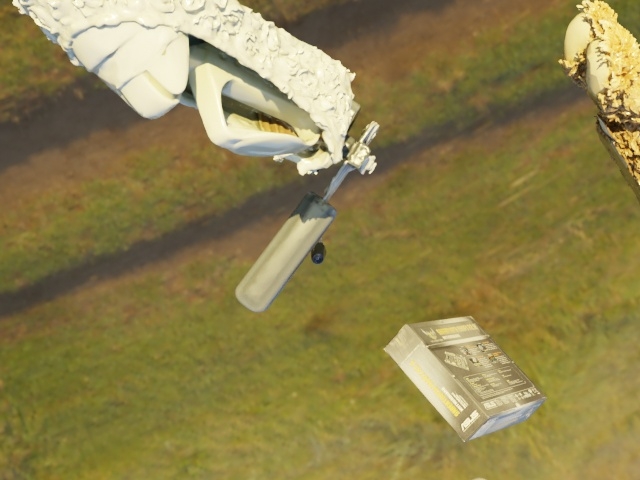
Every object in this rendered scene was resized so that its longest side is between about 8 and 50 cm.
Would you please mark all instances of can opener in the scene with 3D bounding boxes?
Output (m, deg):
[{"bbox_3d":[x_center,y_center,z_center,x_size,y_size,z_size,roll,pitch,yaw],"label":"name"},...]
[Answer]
[{"bbox_3d":[-0.020,-0.040,1.410,0.280,0.093,0.074,-58,176,0],"label":"can opener"}]

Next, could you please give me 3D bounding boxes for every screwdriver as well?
[{"bbox_3d":[0.000,0.000,1.784,0.024,0.170,0.025,15,111,-2],"label":"screwdriver"}]

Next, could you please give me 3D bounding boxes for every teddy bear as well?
[{"bbox_3d":[0.366,-0.109,1.227,0.113,0.338,0.245,-32,-174,9],"label":"teddy bear"}]

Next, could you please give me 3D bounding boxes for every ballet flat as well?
[{"bbox_3d":[-0.112,-0.164,1.094,0.409,0.147,0.147,18,132,-41],"label":"ballet flat"}]

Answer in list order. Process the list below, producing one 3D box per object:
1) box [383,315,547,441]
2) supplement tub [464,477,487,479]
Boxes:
[{"bbox_3d":[0.220,0.201,1.728,0.056,0.183,0.231,-51,156,21],"label":"box"},{"bbox_3d":[0.169,0.484,1.468,0.228,0.316,0.228,-20,170,-4],"label":"supplement tub"}]
